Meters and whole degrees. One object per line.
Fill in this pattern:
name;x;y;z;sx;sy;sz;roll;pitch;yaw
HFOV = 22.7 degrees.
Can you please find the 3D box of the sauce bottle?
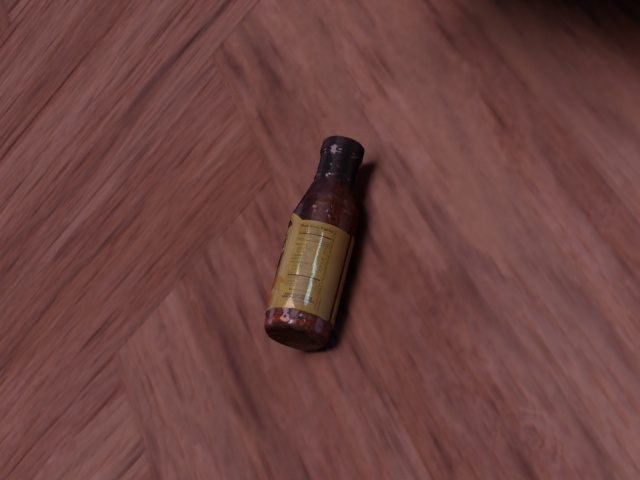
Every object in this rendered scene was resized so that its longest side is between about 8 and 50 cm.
sauce bottle;0.000;0.000;0.932;0.042;0.042;0.128;-13;52;46
